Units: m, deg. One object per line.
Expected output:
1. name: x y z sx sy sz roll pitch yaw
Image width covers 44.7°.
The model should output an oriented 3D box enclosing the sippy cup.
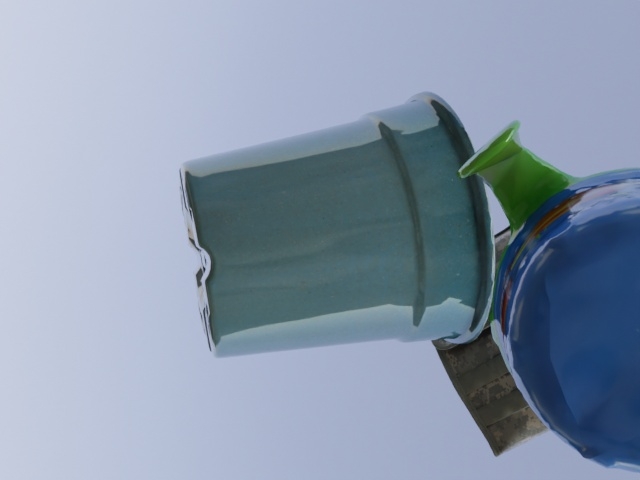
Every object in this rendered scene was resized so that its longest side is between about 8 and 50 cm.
1. sippy cup: 0.228 0.057 0.556 0.305 0.224 0.240 15 -84 18

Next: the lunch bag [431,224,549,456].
1. lunch bag: 0.294 0.126 1.144 0.235 0.169 0.287 -35 -103 27

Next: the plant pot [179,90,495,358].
1. plant pot: 0.000 0.000 1.016 0.341 0.333 0.341 169 -90 -78
